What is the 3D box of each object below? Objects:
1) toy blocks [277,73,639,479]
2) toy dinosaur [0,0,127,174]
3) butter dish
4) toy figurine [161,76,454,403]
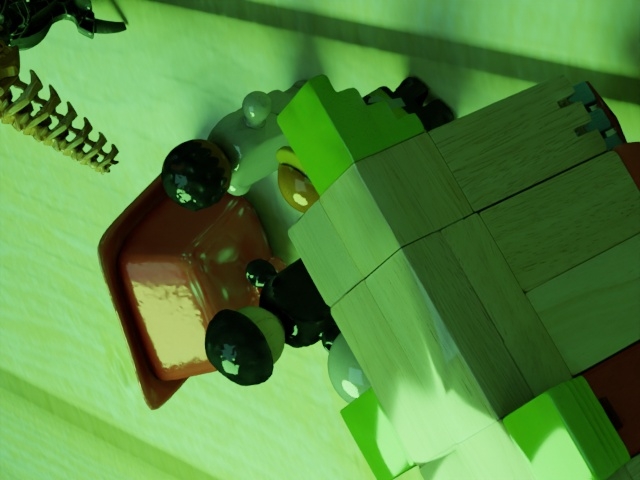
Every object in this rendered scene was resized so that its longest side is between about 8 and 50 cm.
[{"bbox_3d":[0.170,0.055,0.939,0.381,0.261,0.191,60,150,9],"label":"toy blocks"},{"bbox_3d":[-0.261,-0.183,1.321,0.164,0.218,0.322,-15,105,55],"label":"toy dinosaur"},{"bbox_3d":[-0.080,0.031,1.357,0.118,0.160,0.160,0,119,27],"label":"butter dish"},{"bbox_3d":[0.000,0.000,1.196,0.213,0.148,0.210,10,125,50],"label":"toy figurine"}]
